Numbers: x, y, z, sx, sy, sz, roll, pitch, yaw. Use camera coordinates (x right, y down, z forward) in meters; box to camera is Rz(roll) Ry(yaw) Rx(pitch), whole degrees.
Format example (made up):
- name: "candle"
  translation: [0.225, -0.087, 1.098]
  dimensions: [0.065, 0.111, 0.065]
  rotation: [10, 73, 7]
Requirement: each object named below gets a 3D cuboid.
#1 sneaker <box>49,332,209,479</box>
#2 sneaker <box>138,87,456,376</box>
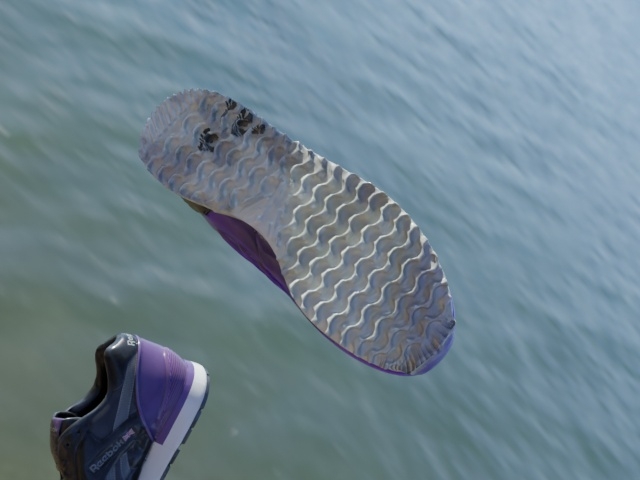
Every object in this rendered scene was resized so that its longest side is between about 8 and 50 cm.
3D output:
- name: "sneaker"
  translation: [-0.228, 0.227, 1.308]
  dimensions: [0.124, 0.283, 0.107]
  rotation: [30, -14, -26]
- name: "sneaker"
  translation: [0.000, -0.001, 1.005]
  dimensions: [0.293, 0.102, 0.146]
  rotation: [42, -2, 26]
